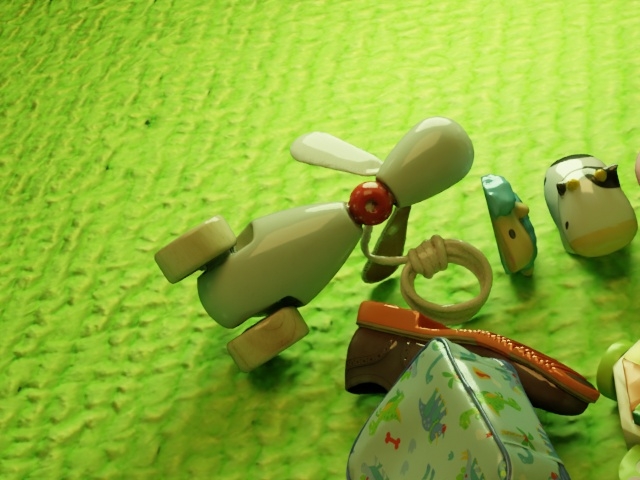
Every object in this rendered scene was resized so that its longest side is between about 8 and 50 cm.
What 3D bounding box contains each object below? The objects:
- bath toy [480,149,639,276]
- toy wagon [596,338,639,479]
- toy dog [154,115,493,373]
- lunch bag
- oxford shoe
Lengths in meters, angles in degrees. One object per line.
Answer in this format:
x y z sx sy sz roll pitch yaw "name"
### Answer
0.334 -0.070 1.632 0.348 0.129 0.151 -19 34 0 "bath toy"
0.361 0.135 1.390 0.344 0.068 0.267 -39 39 -26 "toy wagon"
0.000 0.000 1.679 0.334 0.220 0.161 -13 3 -3 "toy dog"
0.108 0.199 1.354 0.176 0.090 0.219 -57 28 18 "lunch bag"
0.133 0.131 1.500 0.271 0.097 0.098 13 81 46 "oxford shoe"
